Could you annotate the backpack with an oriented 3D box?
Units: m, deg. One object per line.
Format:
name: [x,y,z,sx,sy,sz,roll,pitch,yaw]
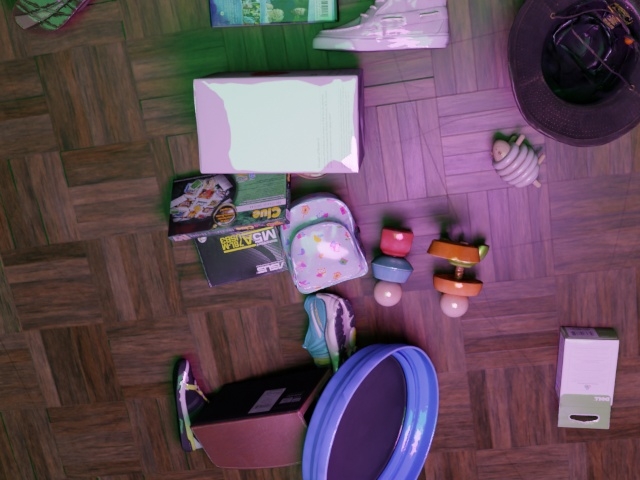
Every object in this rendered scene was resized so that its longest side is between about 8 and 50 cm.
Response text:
backpack: [0.000,0.000,1.523,0.165,0.144,0.189,-17,97,4]

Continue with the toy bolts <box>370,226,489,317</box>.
toy bolts: [0.207,0.071,1.493,0.228,0.218,0.159,10,95,11]

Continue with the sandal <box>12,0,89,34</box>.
sandal: [-0.501,-0.483,1.478,0.219,0.060,0.090,-42,105,3]

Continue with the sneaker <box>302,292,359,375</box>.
sneaker: [0.020,0.236,1.638,0.109,0.107,0.275,11,115,33]

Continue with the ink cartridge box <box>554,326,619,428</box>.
ink cartridge box: [0.558,0.289,1.593,0.108,0.062,0.209,1,108,7]

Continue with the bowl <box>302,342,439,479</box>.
bowl: [0.107,0.394,1.537,0.077,0.391,0.391,15,113,38]

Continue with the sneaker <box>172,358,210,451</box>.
sneaker: [-0.282,0.372,1.728,0.097,0.084,0.235,-8,109,-16]

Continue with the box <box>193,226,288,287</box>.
box: [-0.171,-0.007,1.595,0.190,0.045,0.184,-12,104,11]

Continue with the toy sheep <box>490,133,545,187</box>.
toy sheep: [0.384,-0.148,1.463,0.132,0.091,0.091,38,108,-12]

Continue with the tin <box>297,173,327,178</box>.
tin: [-0.046,-0.208,1.520,0.189,0.040,0.106,43,111,-7]

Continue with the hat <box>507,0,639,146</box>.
hat: [0.464,-0.336,1.366,0.331,0.134,0.332,-1,98,-9]

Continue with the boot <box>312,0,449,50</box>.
boot: [0.111,-0.418,1.413,0.258,0.095,0.124,-3,102,-1]

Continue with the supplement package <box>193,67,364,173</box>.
supplement package: [-0.068,-0.226,1.405,0.292,0.177,0.175,0,107,6]

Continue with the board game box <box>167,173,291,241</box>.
board game box: [-0.184,-0.079,1.521,0.259,0.030,0.136,-7,63,18]

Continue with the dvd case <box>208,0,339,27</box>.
dvd case: [-0.093,-0.504,1.437,0.252,0.022,0.181,0,107,7]

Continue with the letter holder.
letter holder: [-0.087,0.420,1.619,0.301,0.152,0.215,-16,109,33]
